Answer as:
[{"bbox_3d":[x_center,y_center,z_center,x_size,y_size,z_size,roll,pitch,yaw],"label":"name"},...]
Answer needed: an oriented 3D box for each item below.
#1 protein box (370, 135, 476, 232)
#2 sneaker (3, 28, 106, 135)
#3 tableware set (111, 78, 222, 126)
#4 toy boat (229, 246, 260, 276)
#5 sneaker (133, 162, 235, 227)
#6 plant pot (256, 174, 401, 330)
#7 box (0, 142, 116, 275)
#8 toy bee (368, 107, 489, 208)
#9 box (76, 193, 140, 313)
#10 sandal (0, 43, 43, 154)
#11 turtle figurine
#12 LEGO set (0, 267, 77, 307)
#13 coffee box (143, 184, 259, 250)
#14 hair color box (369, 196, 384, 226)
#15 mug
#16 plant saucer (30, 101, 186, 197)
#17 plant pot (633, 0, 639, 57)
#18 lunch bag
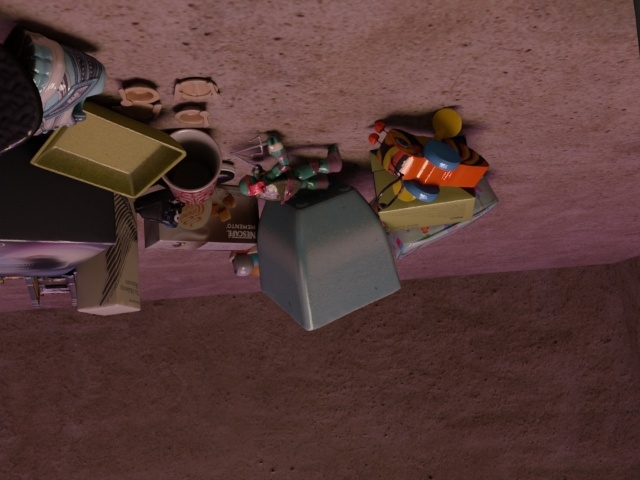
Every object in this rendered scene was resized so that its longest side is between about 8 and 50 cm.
[{"bbox_3d":[0.223,-0.115,1.358,0.199,0.136,0.201,-8,168,10],"label":"protein box"},{"bbox_3d":[-0.389,-0.177,0.857,0.122,0.110,0.283,1,167,-45],"label":"sneaker"},{"bbox_3d":[-0.237,-0.211,0.969,0.168,0.020,0.141,-3,168,-12],"label":"tableware set"},{"bbox_3d":[-0.187,0.050,1.938,0.267,0.148,0.318,-9,168,19],"label":"toy boat"},{"bbox_3d":[-0.277,-0.088,1.295,0.216,0.121,0.079,-7,169,6],"label":"sneaker"},{"bbox_3d":[0.000,0.000,1.388,0.247,0.252,0.247,-22,-152,-23],"label":"plant pot"},{"bbox_3d":[-0.566,-0.044,1.121,0.296,0.183,0.294,2,164,-40],"label":"box"},{"bbox_3d":[0.175,-0.163,1.140,0.195,0.162,0.298,-48,153,18],"label":"toy bee"},{"bbox_3d":[-0.450,0.014,1.327,0.094,0.275,0.113,-9,168,9],"label":"box"},{"bbox_3d":[-0.542,-0.182,0.730,0.445,0.168,0.107,2,-167,-2],"label":"sandal"},{"bbox_3d":[-0.082,-0.130,1.223,0.234,0.118,0.175,-7,175,-29],"label":"turtle figurine"},{"bbox_3d":[-0.669,0.036,1.400,0.331,0.255,0.192,-9,154,-22],"label":"LEGO set"},{"bbox_3d":[-0.268,-0.051,1.431,0.246,0.141,0.098,3,166,-34],"label":"coffee box"},{"bbox_3d":[0.160,-0.072,1.699,0.043,0.072,0.141,-3,167,-12],"label":"hair color box"},{"bbox_3d":[-0.251,-0.142,1.167,0.113,0.150,0.169,-40,179,-12],"label":"mug"},{"bbox_3d":[-0.344,-0.152,1.023,0.188,0.045,0.188,20,146,-37],"label":"plant saucer"},{"bbox_3d":[0.511,-0.180,0.691,0.341,0.334,0.341,-6,169,-1],"label":"plant pot"},{"bbox_3d":[0.287,-0.057,1.569,0.279,0.108,0.224,-25,173,-4],"label":"lunch bag"}]
